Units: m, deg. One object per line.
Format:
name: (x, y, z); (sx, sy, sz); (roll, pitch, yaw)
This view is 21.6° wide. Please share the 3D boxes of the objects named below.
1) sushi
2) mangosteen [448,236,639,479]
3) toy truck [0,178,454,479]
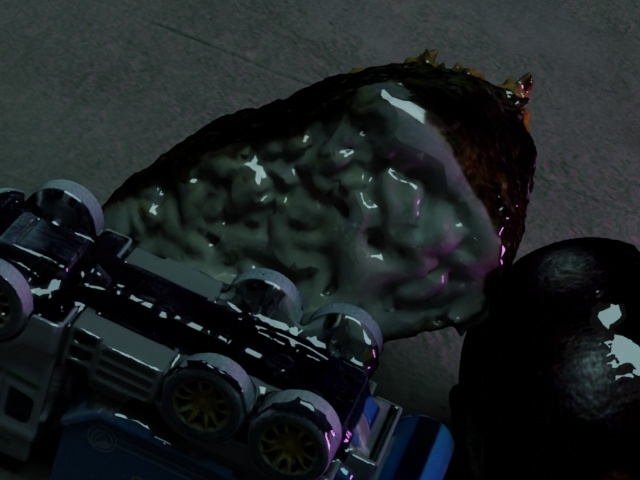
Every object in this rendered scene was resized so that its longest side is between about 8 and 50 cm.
sushi: (0.000, 0.000, 1.271); (0.348, 0.234, 0.207); (-14, 15, 21)
mangosteen: (0.237, 0.132, 1.259); (0.287, 0.233, 0.287); (15, 26, -7)
toy truck: (-0.094, 0.106, 1.138); (0.367, 0.175, 0.146); (26, 31, 5)
